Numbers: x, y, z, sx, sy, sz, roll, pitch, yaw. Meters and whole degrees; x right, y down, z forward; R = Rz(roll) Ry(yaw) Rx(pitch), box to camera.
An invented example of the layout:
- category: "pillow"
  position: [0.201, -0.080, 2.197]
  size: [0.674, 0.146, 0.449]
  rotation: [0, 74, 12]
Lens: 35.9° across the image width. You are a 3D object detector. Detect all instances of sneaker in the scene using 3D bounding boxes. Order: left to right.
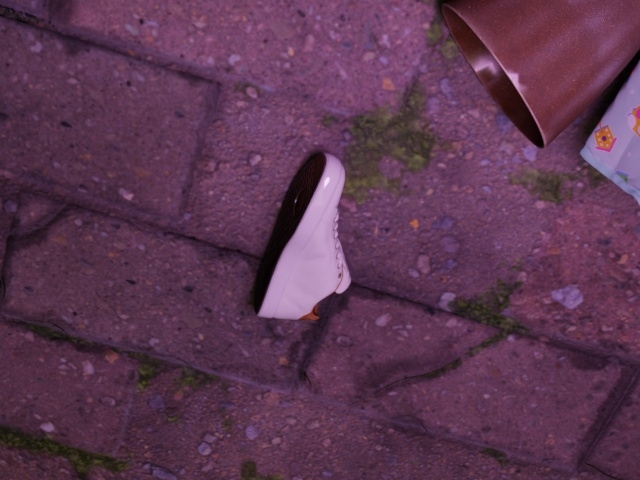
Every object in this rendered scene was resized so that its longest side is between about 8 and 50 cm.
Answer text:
- category: "sneaker"
  position: [0.000, 0.000, 1.419]
  size: [0.123, 0.106, 0.290]
  rotation: [12, 129, -15]

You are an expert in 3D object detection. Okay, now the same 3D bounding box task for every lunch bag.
- category: "lunch bag"
  position: [0.493, -0.152, 1.239]
  size: [0.262, 0.160, 0.223]
  rotation: [1, 128, -41]

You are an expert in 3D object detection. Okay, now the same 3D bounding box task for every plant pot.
- category: "plant pot"
  position: [0.301, -0.264, 1.190]
  size: [0.230, 0.215, 0.215]
  rotation: [-35, 114, 6]
